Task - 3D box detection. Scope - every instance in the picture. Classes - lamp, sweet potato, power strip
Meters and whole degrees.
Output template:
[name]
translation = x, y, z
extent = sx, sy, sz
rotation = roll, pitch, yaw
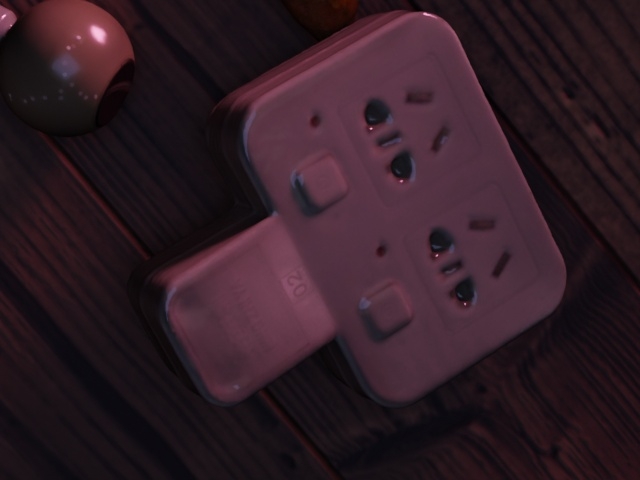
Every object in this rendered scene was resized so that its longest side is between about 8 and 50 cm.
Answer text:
[lamp]
translation = -0.203, -0.133, 1.122
extent = 0.163, 0.091, 0.091
rotation = 29, 91, 8
[sweet potato]
translation = -0.013, -0.228, 1.136
extent = 0.068, 0.068, 0.226
rotation = -13, 95, -4
[power strip]
translation = 0.000, 0.000, 1.135
extent = 0.261, 0.141, 0.229
rotation = -32, 105, -13
